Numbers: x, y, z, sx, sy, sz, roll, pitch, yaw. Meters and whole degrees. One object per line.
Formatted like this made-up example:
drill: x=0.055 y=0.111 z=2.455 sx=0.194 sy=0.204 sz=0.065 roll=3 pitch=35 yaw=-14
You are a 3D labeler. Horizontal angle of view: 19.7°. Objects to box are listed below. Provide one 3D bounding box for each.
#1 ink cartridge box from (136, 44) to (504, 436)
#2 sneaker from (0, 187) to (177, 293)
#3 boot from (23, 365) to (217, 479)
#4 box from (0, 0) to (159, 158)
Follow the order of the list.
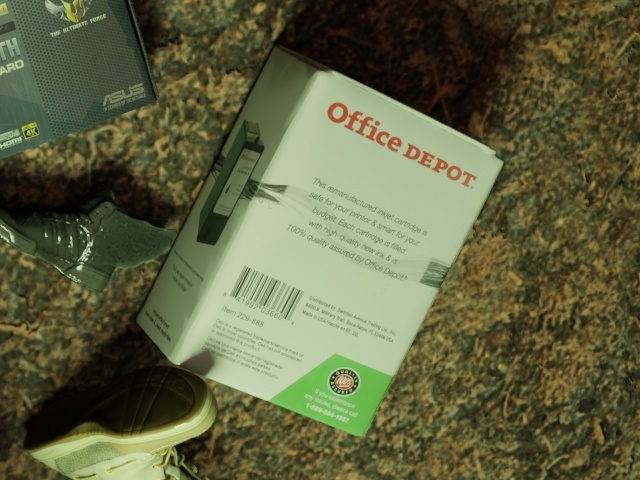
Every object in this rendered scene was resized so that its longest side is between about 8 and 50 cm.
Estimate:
ink cartridge box: x=0.000 y=0.000 z=1.652 sx=0.211 sy=0.121 sz=0.289 roll=25 pitch=96 yaw=-27
sneaker: x=-0.212 y=-0.016 z=1.599 sx=0.170 sy=0.051 sz=0.089 roll=34 pitch=91 yaw=-33
boot: x=-0.139 y=0.196 z=1.628 sx=0.165 sy=0.213 sz=0.077 roll=48 pitch=44 yaw=-30
box: x=-0.269 y=-0.165 z=1.518 sx=0.233 sy=0.059 sz=0.183 roll=-21 pitch=113 yaw=-16
